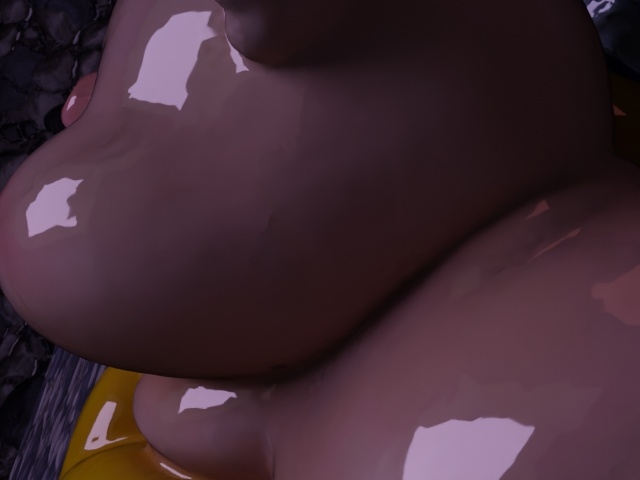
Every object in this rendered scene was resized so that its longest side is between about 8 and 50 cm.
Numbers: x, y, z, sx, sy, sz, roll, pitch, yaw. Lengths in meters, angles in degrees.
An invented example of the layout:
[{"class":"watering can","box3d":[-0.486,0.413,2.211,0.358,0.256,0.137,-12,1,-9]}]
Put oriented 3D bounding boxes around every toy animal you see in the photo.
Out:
[{"class":"toy animal","box3d":[-0.003,0.008,0.614,0.278,0.247,0.345,-29,24,8]}]

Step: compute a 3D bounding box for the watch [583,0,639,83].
[{"class":"watch","box3d":[0.082,-0.096,0.917,0.274,0.068,0.276,-53,26,38]}]
